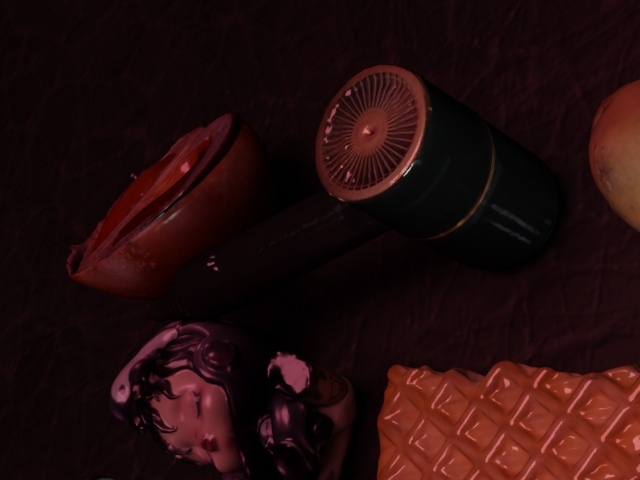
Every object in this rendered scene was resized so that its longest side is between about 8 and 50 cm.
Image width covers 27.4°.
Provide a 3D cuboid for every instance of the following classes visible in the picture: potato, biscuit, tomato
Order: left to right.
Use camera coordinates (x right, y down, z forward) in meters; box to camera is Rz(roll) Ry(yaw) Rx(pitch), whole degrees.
[{"bbox_3d":[-0.123,-0.010,1.178,0.199,0.112,0.228,-48,16,-14],"label":"tomato"},{"bbox_3d":[0.156,0.185,0.935,0.309,0.040,0.204,-2,73,41],"label":"biscuit"},{"bbox_3d":[0.247,-0.058,0.905,0.147,0.112,0.112,35,98,36],"label":"potato"}]

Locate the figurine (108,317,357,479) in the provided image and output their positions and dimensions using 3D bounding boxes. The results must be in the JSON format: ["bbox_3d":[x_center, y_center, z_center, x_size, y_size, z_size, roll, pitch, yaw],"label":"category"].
[{"bbox_3d":[-0.073,0.125,1.102,0.222,0.145,0.145,11,82,33],"label":"figurine"}]

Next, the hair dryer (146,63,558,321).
[{"bbox_3d":[0.000,0.000,1.042,0.352,0.189,0.107,-27,55,33],"label":"hair dryer"}]

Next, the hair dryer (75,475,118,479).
[{"bbox_3d":[-0.259,0.353,1.215,0.195,0.078,0.248,-17,69,37],"label":"hair dryer"}]
